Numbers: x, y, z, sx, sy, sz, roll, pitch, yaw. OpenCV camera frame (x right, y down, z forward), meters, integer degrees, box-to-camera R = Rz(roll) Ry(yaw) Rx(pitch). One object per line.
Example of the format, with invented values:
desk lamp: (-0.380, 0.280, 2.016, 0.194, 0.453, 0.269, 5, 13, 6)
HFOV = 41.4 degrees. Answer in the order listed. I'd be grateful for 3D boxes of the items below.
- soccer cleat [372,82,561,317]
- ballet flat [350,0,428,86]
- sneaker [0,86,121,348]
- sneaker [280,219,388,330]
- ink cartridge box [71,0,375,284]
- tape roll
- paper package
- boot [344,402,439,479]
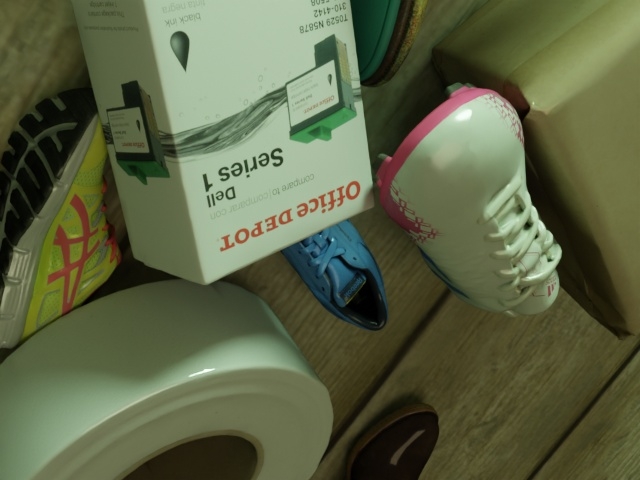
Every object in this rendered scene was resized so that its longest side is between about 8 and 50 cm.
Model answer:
soccer cleat: (0.133, -0.013, 0.647, 0.116, 0.143, 0.331, -43, 165, 2)
ballet flat: (0.043, -0.272, 0.551, 0.123, 0.123, 0.349, -22, 127, -16)
sneaker: (-0.181, -0.012, 0.608, 0.094, 0.081, 0.209, 8, 120, -41)
sneaker: (0.000, 0.000, 0.707, 0.069, 0.082, 0.209, -38, 128, -1)
ink cartridge box: (-0.058, -0.102, 0.555, 0.160, 0.092, 0.220, -26, 117, -35)
tape roll: (-0.134, 0.167, 0.682, 0.286, 0.100, 0.286, -22, 141, -19)
paper package: (0.302, -0.133, 0.738, 0.324, 0.168, 0.309, -39, 130, -2)
boot: (0.085, 0.315, 0.862, 0.090, 0.207, 0.248, 25, 104, -37)
